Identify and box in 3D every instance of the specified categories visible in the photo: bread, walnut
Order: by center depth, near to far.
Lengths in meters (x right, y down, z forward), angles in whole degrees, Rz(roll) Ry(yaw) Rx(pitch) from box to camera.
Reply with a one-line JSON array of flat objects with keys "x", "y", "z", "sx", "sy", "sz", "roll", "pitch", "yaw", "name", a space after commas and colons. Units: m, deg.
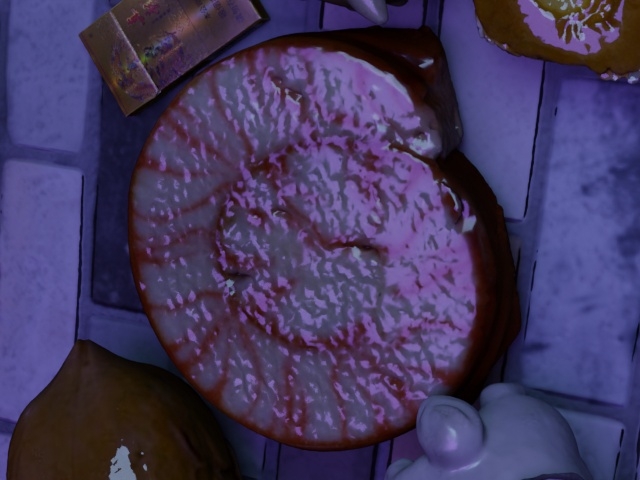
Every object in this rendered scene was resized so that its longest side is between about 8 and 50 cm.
[{"x": 0.199, "y": -0.263, "z": 0.851, "sx": 0.153, "sy": 0.119, "sz": 0.288, "roll": 14, "pitch": 103, "yaw": 14, "name": "bread"}, {"x": -0.002, "y": 0.003, "z": 0.968, "sx": 0.295, "sy": 0.114, "sz": 0.327, "roll": -19, "pitch": 93, "yaw": 22, "name": "bread"}, {"x": -0.159, "y": 0.226, "z": 1.020, "sx": 0.203, "sy": 0.203, "sz": 0.297, "roll": -11, "pitch": 91, "yaw": 22, "name": "walnut"}]

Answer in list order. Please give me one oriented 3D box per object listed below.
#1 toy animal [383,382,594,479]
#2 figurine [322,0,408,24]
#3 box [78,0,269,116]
[{"x": 0.153, "y": 0.267, "z": 0.917, "sx": 0.209, "sy": 0.154, "sz": 0.325, "roll": -5, "pitch": 104, "yaw": -12, "name": "toy animal"}, {"x": 0.028, "y": -0.250, "z": 0.861, "sx": 0.173, "sy": 0.247, "sz": 0.177, "roll": 22, "pitch": 107, "yaw": 5, "name": "figurine"}, {"x": -0.127, "y": -0.182, "z": 1.034, "sx": 0.156, "sy": 0.022, "sz": 0.089, "roll": -30, "pitch": 87, "yaw": 22, "name": "box"}]
